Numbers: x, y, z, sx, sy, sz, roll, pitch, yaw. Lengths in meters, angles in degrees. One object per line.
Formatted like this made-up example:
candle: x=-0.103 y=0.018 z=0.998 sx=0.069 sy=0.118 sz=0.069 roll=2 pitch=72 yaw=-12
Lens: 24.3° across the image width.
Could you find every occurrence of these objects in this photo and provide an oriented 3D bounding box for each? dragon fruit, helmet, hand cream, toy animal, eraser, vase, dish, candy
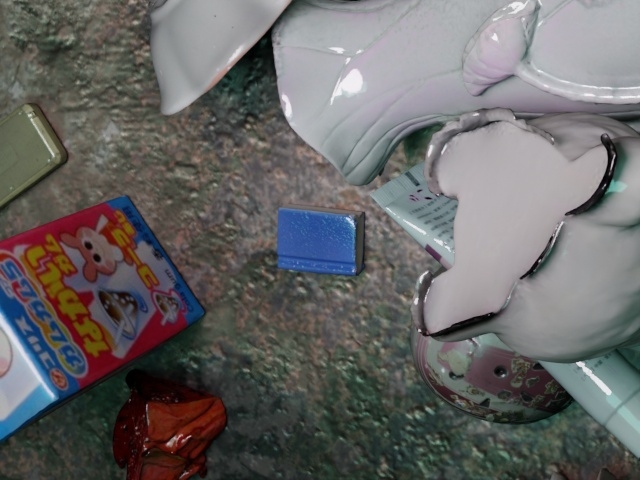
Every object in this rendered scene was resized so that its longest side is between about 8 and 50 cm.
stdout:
dragon fruit: x=-0.193 y=0.236 z=1.559 sx=0.122 sy=0.092 sz=0.192 roll=28 pitch=112 yaw=15
helmet: x=0.159 y=0.099 z=1.372 sx=0.177 sy=0.107 sz=0.153 roll=26 pitch=108 yaw=16
hand cream: x=0.181 y=0.052 z=1.297 sx=0.331 sy=0.085 sz=0.058 roll=48 pitch=152 yaw=17
toy animal: x=0.253 y=0.020 z=1.173 sx=0.258 sy=0.357 sz=0.193 roll=1 pitch=76 yaw=56
eraser: x=0.000 y=0.000 z=1.457 sx=0.085 sy=0.027 sz=0.063 roll=6 pitch=104 yaw=22
vase: x=0.179 y=-0.188 z=1.233 sx=0.445 sy=0.250 sz=0.250 roll=-16 pitch=96 yaw=30
dish: x=-0.094 y=-0.222 z=1.329 sx=0.081 sy=0.229 sz=0.229 roll=39 pitch=117 yaw=-18
candy: x=-0.247 y=0.067 z=1.424 sx=0.100 sy=0.306 sz=0.157 roll=-34 pitch=88 yaw=25

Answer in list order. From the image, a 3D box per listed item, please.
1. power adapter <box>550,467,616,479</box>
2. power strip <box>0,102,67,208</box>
power adapter: x=0.215 y=0.327 z=1.345 sx=0.124 sy=0.255 sz=0.187 roll=33 pitch=151 yaw=-31
power strip: x=-0.347 y=-0.075 z=1.586 sx=0.169 sy=0.028 sz=0.076 roll=-32 pitch=89 yaw=24
